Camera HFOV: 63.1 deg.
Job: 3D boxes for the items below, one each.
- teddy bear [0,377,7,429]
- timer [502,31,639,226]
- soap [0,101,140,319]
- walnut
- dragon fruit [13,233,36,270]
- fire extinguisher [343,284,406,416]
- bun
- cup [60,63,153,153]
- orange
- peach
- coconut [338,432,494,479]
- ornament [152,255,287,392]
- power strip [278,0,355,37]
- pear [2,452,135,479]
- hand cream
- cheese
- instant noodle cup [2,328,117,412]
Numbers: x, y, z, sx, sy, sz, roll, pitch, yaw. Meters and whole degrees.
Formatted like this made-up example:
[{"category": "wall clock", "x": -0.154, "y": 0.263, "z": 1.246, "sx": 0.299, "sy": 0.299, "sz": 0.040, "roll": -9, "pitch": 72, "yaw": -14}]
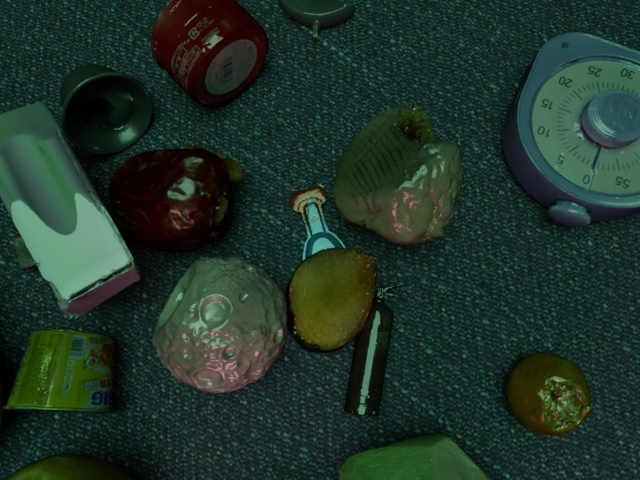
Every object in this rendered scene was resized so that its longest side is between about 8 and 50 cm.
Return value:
[{"category": "teddy bear", "x": -0.750, "y": 0.251, "z": 1.010, "sx": 0.367, "sy": 0.224, "sz": 0.358, "roll": 45, "pitch": 128, "yaw": 34}, {"category": "timer", "x": 0.568, "y": -0.210, "z": 1.062, "sx": 0.394, "sy": 0.173, "sz": 0.396, "roll": 0, "pitch": 79, "yaw": 2}, {"category": "soap", "x": -0.516, "y": -0.062, "z": 1.029, "sx": 0.156, "sy": 0.261, "sz": 0.446, "roll": -28, "pitch": 71, "yaw": -21}, {"category": "walnut", "x": -0.302, "y": -0.102, "z": 1.074, "sx": 0.268, "sy": 0.222, "sz": 0.244, "roll": 6, "pitch": 67, "yaw": 16}, {"category": "dragon fruit", "x": -0.634, "y": 0.019, "z": 1.149, "sx": 0.056, "sy": 0.060, "sz": 0.084, "roll": -10, "pitch": 105, "yaw": -5}, {"category": "fire extinguisher", "x": 0.113, "y": 0.216, "z": 1.053, "sx": 0.089, "sy": 0.072, "sz": 0.268, "roll": 8, "pitch": 79, "yaw": 11}, {"category": "bun", "x": 0.166, "y": -0.109, "z": 1.047, "sx": 0.204, "sy": 0.281, "sz": 0.282, "roll": 39, "pitch": 81, "yaw": -31}, {"category": "cup", "x": -0.498, "y": -0.315, "z": 1.161, "sx": 0.199, "sy": 0.199, "sz": 0.150, "roll": -41, "pitch": 61, "yaw": -5}, {"category": "orange", "x": 0.432, "y": 0.289, "z": 0.989, "sx": 0.154, "sy": 0.134, "sz": 0.155, "roll": -3, "pitch": 74, "yaw": 10}, {"category": "peach", "x": 0.032, "y": 0.107, "z": 1.039, "sx": 0.279, "sy": 0.068, "sz": 0.189, "roll": -42, "pitch": 73, "yaw": 33}, {"category": "coconut", "x": 0.164, "y": 0.489, "z": 0.889, "sx": 0.328, "sy": 0.281, "sz": 0.329, "roll": 3, "pitch": 69, "yaw": -8}, {"category": "ornament", "x": -0.180, "y": 0.162, "z": 0.993, "sx": 0.225, "sy": 0.259, "sz": 0.260, "roll": 32, "pitch": 81, "yaw": -20}, {"category": "power strip", "x": -0.022, "y": -0.595, "z": 1.237, "sx": 0.167, "sy": 0.054, "sz": 0.254, "roll": -18, "pitch": 78, "yaw": 2}, {"category": "pear", "x": -0.439, "y": 0.571, "z": 0.876, "sx": 0.361, "sy": 0.362, "sz": 0.419, "roll": -3, "pitch": 108, "yaw": 3}, {"category": "hand cream", "x": -0.235, "y": -0.416, "z": 1.128, "sx": 0.230, "sy": 0.230, "sz": 0.149, "roll": -40, "pitch": 78, "yaw": -5}, {"category": "cheese", "x": 0.000, "y": 0.000, "z": 1.124, "sx": 0.106, "sy": 0.037, "sz": 0.256, "roll": -15, "pitch": 77, "yaw": 0}, {"category": "instant noodle cup", "x": -0.499, "y": 0.260, "z": 1.026, "sx": 0.204, "sy": 0.205, "sz": 0.153, "roll": 0, "pitch": 72, "yaw": 4}]
